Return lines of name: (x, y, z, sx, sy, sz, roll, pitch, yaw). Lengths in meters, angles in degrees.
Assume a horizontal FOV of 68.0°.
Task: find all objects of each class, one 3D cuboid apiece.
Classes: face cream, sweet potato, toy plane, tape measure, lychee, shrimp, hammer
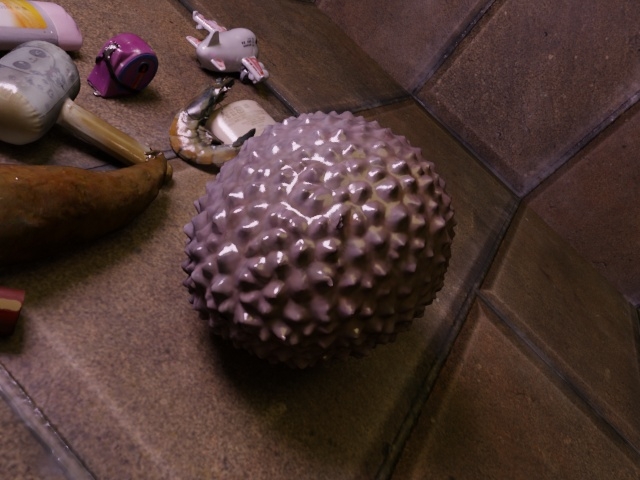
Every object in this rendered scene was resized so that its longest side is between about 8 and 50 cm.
face cream: (-0.087, -0.164, 1.049, 0.348, 0.081, 0.174, 46, 42, 8)
sweet potato: (-0.348, -0.050, 0.632, 0.130, 0.130, 0.423, 48, 32, 9)
toy plane: (-0.242, -0.505, 1.254, 0.252, 0.118, 0.252, 29, 34, -22)
face cream: (-0.565, -0.380, 0.835, 0.107, 0.073, 0.269, 52, 33, 1)
tape measure: (-0.385, -0.344, 0.931, 0.074, 0.118, 0.125, 46, 30, 3)
lychee: (0.000, 0.000, 0.721, 0.380, 0.380, 0.432, 43, 53, 3)
shrimp: (-0.210, -0.242, 0.975, 0.150, 0.051, 0.217, 29, 68, -5)
hammer: (-0.382, -0.185, 0.786, 0.306, 0.113, 0.201, 33, 37, -27)

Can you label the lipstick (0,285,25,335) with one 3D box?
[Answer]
lipstick: (-0.491, 0.037, 0.453, 0.357, 0.057, 0.057, 17, 41, -30)
